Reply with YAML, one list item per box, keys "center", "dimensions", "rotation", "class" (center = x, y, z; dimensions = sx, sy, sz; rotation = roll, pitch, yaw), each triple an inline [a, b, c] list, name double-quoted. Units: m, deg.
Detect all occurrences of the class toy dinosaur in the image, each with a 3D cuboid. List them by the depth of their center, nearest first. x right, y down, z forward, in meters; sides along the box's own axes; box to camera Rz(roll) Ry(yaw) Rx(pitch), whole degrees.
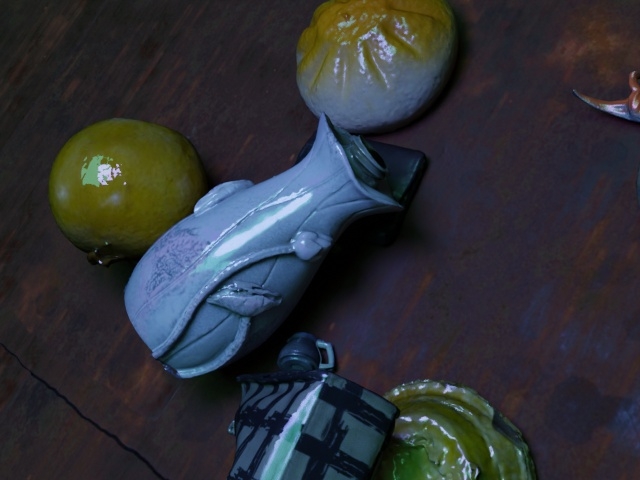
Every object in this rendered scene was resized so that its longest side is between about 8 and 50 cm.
- center: [0.507, -0.197, 1.211]
  dimensions: [0.279, 0.055, 0.102]
  rotation: [5, 78, 28]
  class: "toy dinosaur"

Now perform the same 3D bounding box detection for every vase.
- center: [-0.086, 0.009, 1.287]
  dimensions: [0.445, 0.250, 0.250]
  rotation: [-39, 54, 14]
  class: "vase"

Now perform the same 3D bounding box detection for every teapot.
- center: [-0.020, 0.176, 1.299]
  dimensions: [0.087, 0.066, 0.057]
  rotation: [7, 49, 7]
  class: "teapot"

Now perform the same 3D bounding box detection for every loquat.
- center: [-0.340, -0.078, 1.467]
  dimensions: [0.274, 0.275, 0.275]
  rotation: [-12, 61, 22]
  class: "loquat"

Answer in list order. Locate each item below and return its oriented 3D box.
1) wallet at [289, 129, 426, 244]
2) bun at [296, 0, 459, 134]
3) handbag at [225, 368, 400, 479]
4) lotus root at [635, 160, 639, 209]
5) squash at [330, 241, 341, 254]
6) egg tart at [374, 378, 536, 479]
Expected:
- center: [0.049, -0.094, 1.402]
  dimensions: [0.229, 0.049, 0.182]
  rotation: [17, 72, 31]
  class: "wallet"
- center: [0.079, -0.335, 1.436]
  dimensions: [0.298, 0.165, 0.299]
  rotation: [-13, 59, 22]
  class: "bun"
- center: [-0.070, 0.331, 1.103]
  dimensions: [0.325, 0.162, 0.327]
  rotation: [-64, 19, -15]
  class: "handbag"
- center: [0.543, -0.001, 1.050]
  dimensions: [0.210, 0.142, 0.314]
  rotation: [-11, 49, -8]
  class: "lotus root"
- center: [0.000, -0.001, 1.394]
  dimensions: [0.089, 0.027, 0.027]
  rotation: [24, 79, 34]
  class: "squash"
- center: [0.139, 0.317, 1.109]
  dimensions: [0.290, 0.115, 0.291]
  rotation: [-11, 61, 21]
  class: "egg tart"
